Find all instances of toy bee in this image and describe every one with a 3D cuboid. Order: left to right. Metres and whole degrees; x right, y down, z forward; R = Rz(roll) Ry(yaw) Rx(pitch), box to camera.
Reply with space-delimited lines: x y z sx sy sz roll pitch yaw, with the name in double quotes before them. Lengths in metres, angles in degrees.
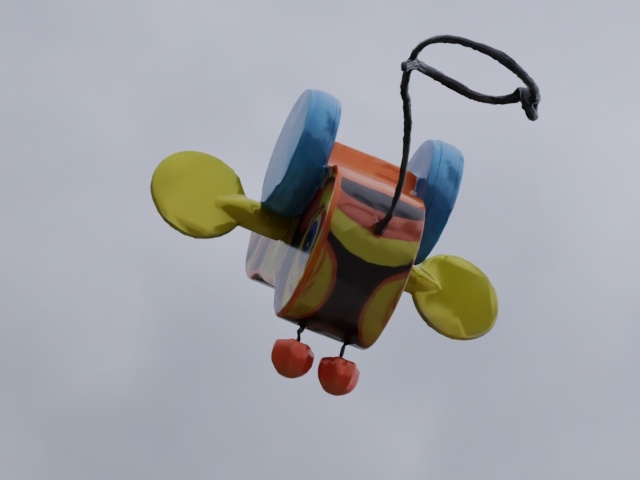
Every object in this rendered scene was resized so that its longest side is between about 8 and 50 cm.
"toy bee" 0.000 0.000 1.023 0.195 0.162 0.298 18 -13 9
